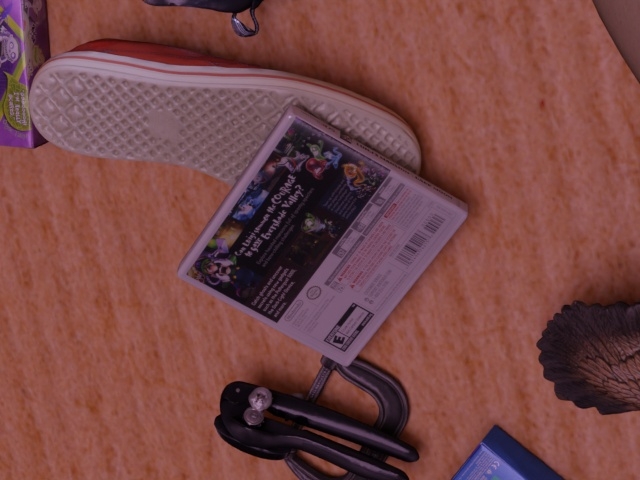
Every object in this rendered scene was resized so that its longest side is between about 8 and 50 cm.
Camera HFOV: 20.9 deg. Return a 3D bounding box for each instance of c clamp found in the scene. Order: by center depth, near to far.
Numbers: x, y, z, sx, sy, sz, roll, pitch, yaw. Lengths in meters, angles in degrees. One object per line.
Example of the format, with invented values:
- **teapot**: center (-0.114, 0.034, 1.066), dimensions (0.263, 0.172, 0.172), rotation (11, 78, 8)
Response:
- **c clamp**: center (0.008, 0.152, 1.551), dimensions (0.137, 0.022, 0.161), rotation (24, 112, 9)

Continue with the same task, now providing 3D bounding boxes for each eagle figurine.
- **eagle figurine**: center (0.315, 0.124, 1.322), dimensions (0.298, 0.226, 0.225), rotation (-33, 112, 22)

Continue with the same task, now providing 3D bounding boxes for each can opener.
- **can opener**: center (-0.003, 0.168, 1.524), dimensions (0.186, 0.073, 0.059), rotation (13, 70, 10)

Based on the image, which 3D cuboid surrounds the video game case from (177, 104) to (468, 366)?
- **video game case**: center (0.000, 0.000, 1.447), dimensions (0.173, 0.022, 0.190), rotation (29, 121, -14)

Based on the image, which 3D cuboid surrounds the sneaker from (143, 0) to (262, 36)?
- **sneaker**: center (-0.127, -0.283, 1.427), dimensions (0.268, 0.101, 0.153), rotation (38, 114, 5)

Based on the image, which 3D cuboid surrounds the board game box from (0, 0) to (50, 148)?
- **board game box**: center (-0.349, -0.260, 1.561), dimensions (0.208, 0.056, 0.347), rotation (7, 108, 25)

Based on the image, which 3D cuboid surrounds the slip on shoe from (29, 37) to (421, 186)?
- **slip on shoe**: center (-0.075, -0.106, 1.463), dimensions (0.331, 0.101, 0.123), rotation (12, 121, 6)

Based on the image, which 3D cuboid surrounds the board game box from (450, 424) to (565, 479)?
- **board game box**: center (0.183, 0.286, 1.500), dimensions (0.210, 0.047, 0.160), rotation (39, 116, 8)

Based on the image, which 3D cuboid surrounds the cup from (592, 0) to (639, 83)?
- **cup**: center (0.306, -0.213, 1.178), dimensions (0.237, 0.331, 0.331), rotation (39, 119, 37)
